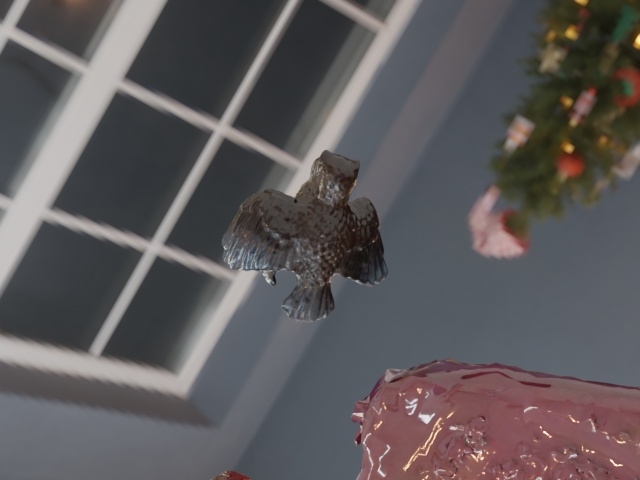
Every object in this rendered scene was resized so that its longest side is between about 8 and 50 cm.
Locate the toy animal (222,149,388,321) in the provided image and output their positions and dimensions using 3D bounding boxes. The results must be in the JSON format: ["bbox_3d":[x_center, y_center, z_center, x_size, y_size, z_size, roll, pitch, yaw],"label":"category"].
[{"bbox_3d":[0.002,-0.008,1.832,0.218,0.179,0.116,9,-145,-26],"label":"toy animal"}]

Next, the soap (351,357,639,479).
[{"bbox_3d":[0.124,0.147,0.538,0.289,0.182,0.112,46,-173,28],"label":"soap"}]

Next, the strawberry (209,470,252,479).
[{"bbox_3d":[-0.114,0.358,1.634,0.205,0.244,0.205,10,-171,-2],"label":"strawberry"}]
